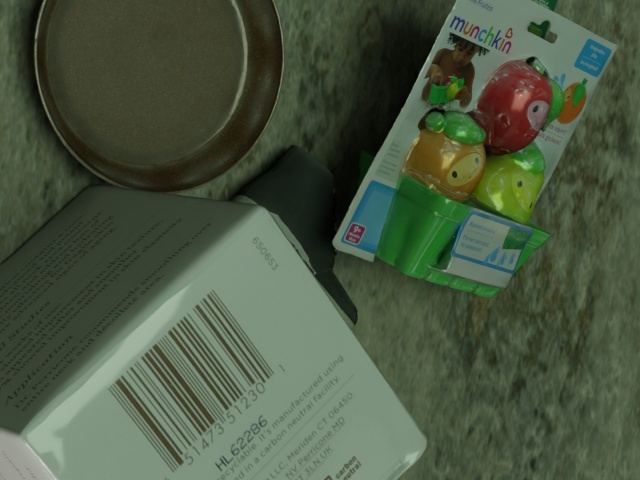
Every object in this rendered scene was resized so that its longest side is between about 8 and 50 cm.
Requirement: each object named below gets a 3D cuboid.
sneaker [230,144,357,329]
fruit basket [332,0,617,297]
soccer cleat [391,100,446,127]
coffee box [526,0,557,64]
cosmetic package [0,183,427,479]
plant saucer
[{"bbox_3d":[0.000,0.000,2.106,0.118,0.083,0.222,-46,115,-20],"label":"sneaker"},{"bbox_3d":[0.200,-0.109,2.113,0.327,0.165,0.353,17,108,-50],"label":"fruit basket"},{"bbox_3d":[0.157,-0.175,2.182,0.072,0.060,0.179,40,90,-29],"label":"soccer cleat"},{"bbox_3d":[0.245,-0.311,2.249,0.113,0.040,0.184,22,84,-30],"label":"coffee box"},{"bbox_3d":[-0.176,0.171,1.831,0.329,0.394,0.327,-44,115,-20],"label":"cosmetic package"},{"bbox_3d":[-0.182,-0.207,1.989,0.311,0.050,0.310,-4,98,-31],"label":"plant saucer"}]
